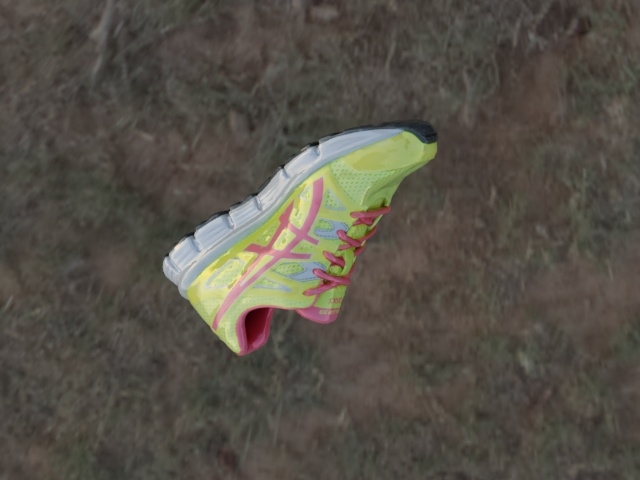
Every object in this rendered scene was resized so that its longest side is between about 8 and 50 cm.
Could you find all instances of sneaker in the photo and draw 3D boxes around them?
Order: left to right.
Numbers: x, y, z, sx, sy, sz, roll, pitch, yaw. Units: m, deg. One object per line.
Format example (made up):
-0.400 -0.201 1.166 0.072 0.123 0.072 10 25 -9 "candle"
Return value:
0.000 0.000 0.879 0.208 0.081 0.094 -36 76 31 "sneaker"
